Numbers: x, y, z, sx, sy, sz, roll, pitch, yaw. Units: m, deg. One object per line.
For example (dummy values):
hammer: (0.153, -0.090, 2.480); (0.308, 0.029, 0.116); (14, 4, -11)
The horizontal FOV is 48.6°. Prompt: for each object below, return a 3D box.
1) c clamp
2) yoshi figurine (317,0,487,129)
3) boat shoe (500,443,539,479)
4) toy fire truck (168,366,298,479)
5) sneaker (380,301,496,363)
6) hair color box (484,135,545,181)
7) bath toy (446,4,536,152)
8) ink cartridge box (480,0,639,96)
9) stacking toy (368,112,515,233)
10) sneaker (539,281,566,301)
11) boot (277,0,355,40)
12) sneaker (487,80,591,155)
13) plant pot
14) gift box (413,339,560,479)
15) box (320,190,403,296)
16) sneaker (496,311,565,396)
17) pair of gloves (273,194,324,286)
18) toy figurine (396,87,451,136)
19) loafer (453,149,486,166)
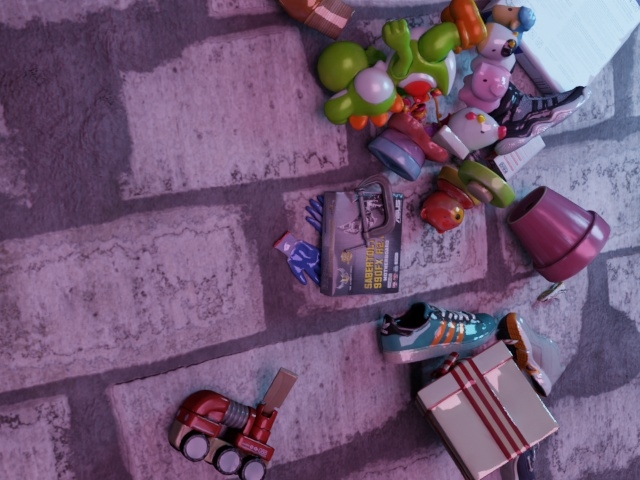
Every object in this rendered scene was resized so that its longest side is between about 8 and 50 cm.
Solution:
c clamp: (0.109, -0.062, 1.541); (0.137, 0.022, 0.160); (-10, 100, -29)
yoshi figurine: (0.142, -0.390, 1.474); (0.362, 0.203, 0.203); (-32, 137, 4)
boat shoe: (0.513, 0.555, 1.830); (0.079, 0.095, 0.254); (-17, 105, -17)
toy fire truck: (-0.172, 0.369, 1.510); (0.217, 0.158, 0.246); (31, 74, -22)
sneaker: (0.283, 0.200, 1.679); (0.302, 0.108, 0.121); (-11, 103, -21)
hair color box: (0.474, -0.215, 1.730); (0.141, 0.043, 0.072); (-41, 110, -13)
bath toy: (0.372, -0.347, 1.544); (0.151, 0.129, 0.348); (42, 62, -45)
ink cartridge box: (0.592, -0.547, 1.716); (0.324, 0.071, 0.330); (44, 79, -20)
stacking toy: (0.249, -0.127, 1.532); (0.309, 0.279, 0.130); (39, 87, -20)
sneaker: (0.605, 0.142, 1.841); (0.083, 0.032, 0.037); (-32, 108, -14)
boot: (0.003, -0.578, 1.469); (0.220, 0.109, 0.283); (32, 81, -10)
sneaker: (0.494, -0.324, 1.661); (0.269, 0.101, 0.153); (-32, 86, -5)
plant pot: (0.563, -0.028, 1.724); (0.180, 0.201, 0.201); (42, 81, -5)
gift box: (0.377, 0.374, 1.634); (0.276, 0.255, 0.258); (-30, 72, -10)
box: (0.093, 0.005, 1.585); (0.183, 0.056, 0.230); (0, 95, -31)
sneaker: (0.542, 0.269, 1.810); (0.121, 0.099, 0.262); (-40, 118, -20)
pair of gloves: (0.000, 0.000, 1.583); (0.159, 0.023, 0.198); (44, 82, -22)
toy figurine: (0.242, -0.281, 1.603); (0.173, 0.130, 0.159); (-22, 116, 5)
loafer: (0.379, -0.150, 1.700); (0.061, 0.062, 0.170); (-31, 106, 8)
